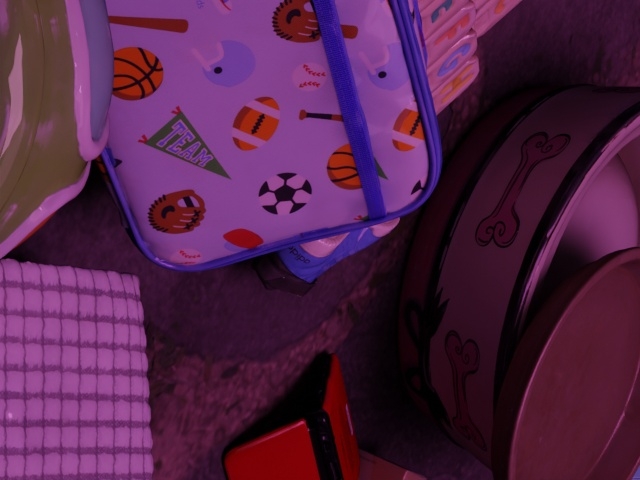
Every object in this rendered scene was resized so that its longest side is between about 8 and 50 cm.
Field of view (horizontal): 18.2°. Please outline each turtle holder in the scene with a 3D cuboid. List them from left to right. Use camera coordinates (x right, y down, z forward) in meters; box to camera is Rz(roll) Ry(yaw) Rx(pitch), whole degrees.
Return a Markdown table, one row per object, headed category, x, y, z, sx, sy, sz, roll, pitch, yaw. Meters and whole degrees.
| category | x | y | z | sx | sy | sz | roll | pitch | yaw |
| --- | --- | --- | --- | --- | --- | --- | --- | --- | --- |
| turtle holder | -0.242 | -0.129 | 1.067 | 0.243 | 0.320 | 0.227 | -42 | 169 | 21 |

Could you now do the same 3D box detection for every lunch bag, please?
| category | x | y | z | sx | sy | sz | roll | pitch | yaw |
| --- | --- | --- | --- | --- | --- | --- | --- | --- | --- |
| lunch bag | -0.044 | -0.131 | 1.298 | 0.115 | 0.243 | 0.303 | -100 | 176 | -50 |

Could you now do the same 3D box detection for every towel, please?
| category | x | y | z | sx | sy | sz | roll | pitch | yaw |
| --- | --- | --- | --- | --- | --- | --- | --- | --- | --- |
| towel | -0.225 | 0.130 | 1.238 | 0.284 | 0.121 | 0.235 | 6 | 81 | -56 |

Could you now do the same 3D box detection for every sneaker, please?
| category | x | y | z | sx | sy | sz | roll | pitch | yaw |
| --- | --- | --- | --- | --- | --- | --- | --- | --- | --- |
| sneaker | -0.001 | -0.001 | 1.586 | 0.084 | 0.058 | 0.152 | -40 | 175 | 29 |

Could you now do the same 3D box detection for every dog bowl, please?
| category | x | y | z | sx | sy | sz | roll | pitch | yaw |
| --- | --- | --- | --- | --- | --- | --- | --- | --- | --- |
| dog bowl | 0.227 | 0.038 | 1.849 | 0.408 | 0.150 | 0.408 | -31 | 132 | -42 |

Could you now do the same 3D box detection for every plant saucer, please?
| category | x | y | z | sx | sy | sz | roll | pitch | yaw |
| --- | --- | --- | --- | --- | --- | --- | --- | --- | --- |
| plant saucer | 0.229 | 0.133 | 1.734 | 0.278 | 0.041 | 0.277 | -31 | 132 | -43 |

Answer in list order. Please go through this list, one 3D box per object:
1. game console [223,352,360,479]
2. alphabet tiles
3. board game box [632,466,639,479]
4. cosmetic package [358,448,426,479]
| category | x | y | z | sx | sy | sz | roll | pitch | yaw |
| --- | --- | --- | --- | --- | --- | --- | --- | --- | --- |
| game console | -0.021 | 0.186 | 1.701 | 0.124 | 0.085 | 0.144 | -80 | 163 | -48 |
| alphabet tiles | 0.063 | -0.134 | 1.516 | 0.278 | 0.021 | 0.284 | -42 | 164 | -7 |
| board game box | 0.406 | 0.093 | 2.189 | 0.254 | 0.079 | 0.336 | 9 | 100 | -56 |
| cosmetic package | 0.042 | 0.251 | 1.783 | 0.041 | 0.060 | 0.115 | 30 | 81 | -56 |
